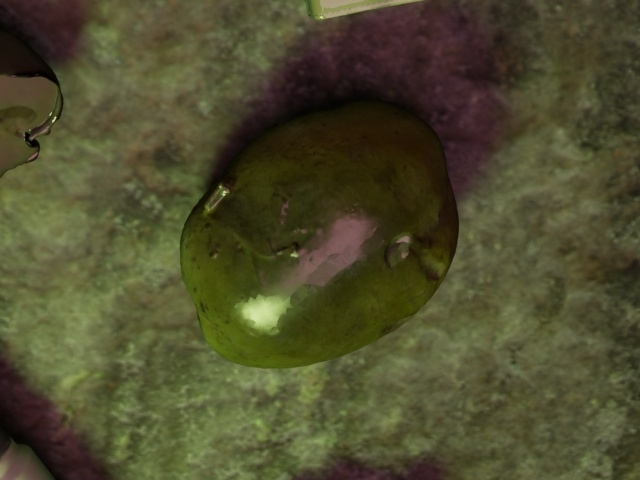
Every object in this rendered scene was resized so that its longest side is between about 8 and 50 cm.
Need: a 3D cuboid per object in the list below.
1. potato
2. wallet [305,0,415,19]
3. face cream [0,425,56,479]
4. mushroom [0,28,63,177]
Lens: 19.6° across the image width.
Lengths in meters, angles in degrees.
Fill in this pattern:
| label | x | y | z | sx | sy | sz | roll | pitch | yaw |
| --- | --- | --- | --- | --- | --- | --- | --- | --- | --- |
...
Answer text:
| label | x | y | z | sx | sy | sz | roll | pitch | yaw |
| --- | --- | --- | --- | --- | --- | --- | --- | --- | --- |
| potato | -0.002 | -0.001 | 1.470 | 0.228 | 0.148 | 0.197 | -15 | 97 | 5 |
| wallet | 0.030 | -0.256 | 1.427 | 0.110 | 0.039 | 0.155 | -10 | 111 | 3 |
| face cream | -0.251 | 0.241 | 1.574 | 0.092 | 0.092 | 0.311 | -30 | 110 | 7 |
| mushroom | -0.296 | -0.101 | 1.425 | 0.188 | 0.141 | 0.117 | -31 | 77 | 3 |
